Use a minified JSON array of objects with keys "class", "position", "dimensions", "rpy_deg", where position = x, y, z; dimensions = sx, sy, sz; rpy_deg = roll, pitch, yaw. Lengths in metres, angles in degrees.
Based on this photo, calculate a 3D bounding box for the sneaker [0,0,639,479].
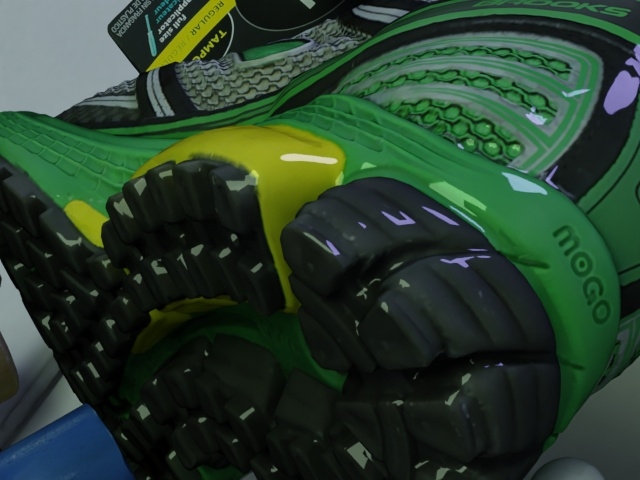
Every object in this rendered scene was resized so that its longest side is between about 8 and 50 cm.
[{"class":"sneaker","position":[0.000,0.000,0.533],"dimensions":[0.146,0.134,0.343],"rpy_deg":[-32,17,-23]}]

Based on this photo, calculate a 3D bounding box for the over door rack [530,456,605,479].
[{"class":"over door rack","position":[0.238,0.055,0.396],"dimensions":[0.324,0.108,0.239],"rpy_deg":[-23,39,-23]}]

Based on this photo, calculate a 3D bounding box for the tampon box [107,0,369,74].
[{"class":"tampon box","position":[0.019,-0.058,0.707],"dimensions":[0.120,0.101,0.161],"rpy_deg":[-45,48,0]}]

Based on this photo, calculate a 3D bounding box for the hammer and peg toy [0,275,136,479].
[{"class":"hammer and peg toy","position":[-0.125,0.106,0.586],"dimensions":[0.127,0.266,0.361],"rpy_deg":[-30,48,-13]}]
